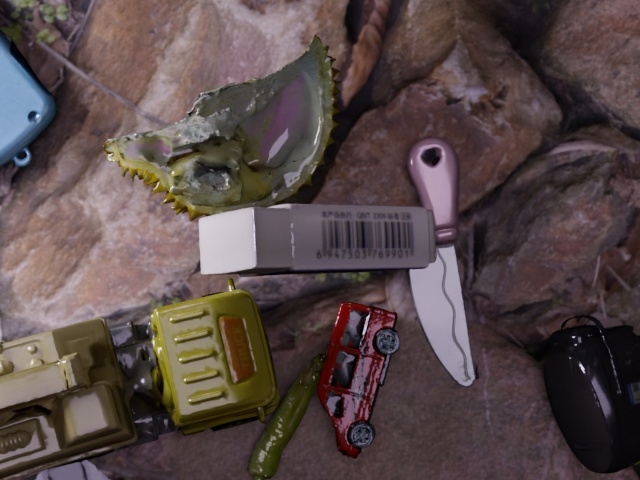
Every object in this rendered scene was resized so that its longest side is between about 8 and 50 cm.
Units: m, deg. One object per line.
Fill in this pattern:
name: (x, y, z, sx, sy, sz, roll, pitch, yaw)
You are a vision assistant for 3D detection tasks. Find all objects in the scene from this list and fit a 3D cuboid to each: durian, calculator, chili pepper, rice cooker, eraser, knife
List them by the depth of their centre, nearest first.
eraser: (0.000, 0.000, 1.381, 0.279, 0.124, 0.081, 0, 86, -38)
durian: (-0.110, -0.122, 1.405, 0.306, 0.166, 0.172, -19, 63, -11)
chili pepper: (-0.043, 0.225, 1.449, 0.043, 0.049, 0.208, 31, 103, 22)
calculator: (-0.470, -0.211, 1.453, 0.173, 0.051, 0.293, -40, 91, -7)
rice cooker: (0.363, 0.195, 1.454, 0.118, 0.142, 0.203, -10, 87, -18)
knife: (0.156, 0.030, 1.498, 0.081, 0.043, 0.335, -6, 89, 0)

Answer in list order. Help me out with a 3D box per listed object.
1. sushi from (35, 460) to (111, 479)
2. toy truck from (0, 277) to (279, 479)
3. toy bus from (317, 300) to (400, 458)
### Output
sushi: (-0.314, 0.458, 1.417, 0.292, 0.059, 0.294, 45, 83, -1)
toy truck: (-0.252, 0.171, 1.351, 0.405, 0.254, 0.180, -12, 83, -9)
toy bus: (0.045, 0.179, 1.458, 0.089, 0.081, 0.195, 15, 85, 6)
